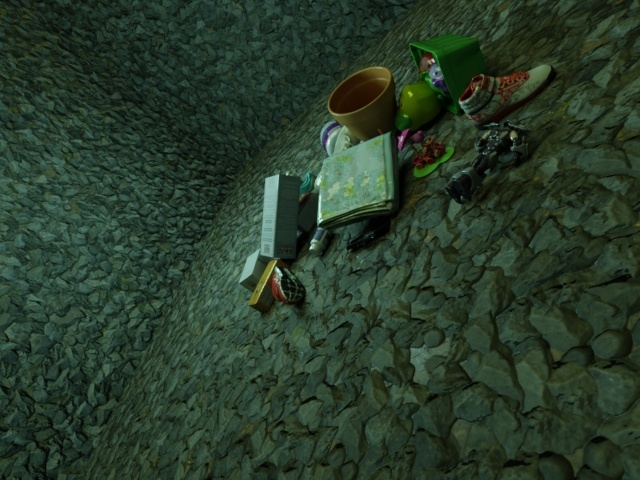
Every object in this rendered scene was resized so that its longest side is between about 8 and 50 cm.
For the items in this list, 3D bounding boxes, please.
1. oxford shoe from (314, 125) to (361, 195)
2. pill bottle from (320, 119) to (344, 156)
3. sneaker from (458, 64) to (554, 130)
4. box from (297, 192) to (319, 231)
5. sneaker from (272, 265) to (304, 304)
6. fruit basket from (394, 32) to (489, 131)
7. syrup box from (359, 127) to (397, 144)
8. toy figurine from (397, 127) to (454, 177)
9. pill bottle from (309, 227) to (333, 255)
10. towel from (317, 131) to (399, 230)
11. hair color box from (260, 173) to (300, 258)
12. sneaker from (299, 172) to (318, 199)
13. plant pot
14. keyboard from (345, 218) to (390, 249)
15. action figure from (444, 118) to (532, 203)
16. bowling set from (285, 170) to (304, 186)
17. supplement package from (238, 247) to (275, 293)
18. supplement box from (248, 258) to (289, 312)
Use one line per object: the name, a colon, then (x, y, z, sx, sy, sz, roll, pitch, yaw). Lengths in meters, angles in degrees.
oxford shoe: (0.128, -0.390, 1.947, 0.449, 0.169, 0.130, -59, 20, 1)
pill bottle: (0.099, -0.516, 2.158, 0.181, 0.181, 0.323, -46, 23, 13)
sneaker: (0.566, -0.477, 1.297, 0.270, 0.145, 0.090, -37, 27, 29)
box: (-0.071, -0.137, 2.028, 0.170, 0.091, 0.130, -57, 24, -13)
sneaker: (-0.140, 0.203, 1.688, 0.118, 0.107, 0.279, -67, 18, 11)
fruit basket: (0.424, -0.614, 1.647, 0.392, 0.283, 0.392, -24, 29, 15)
syrup box: (0.274, -0.490, 1.909, 0.093, 0.096, 0.237, -3, 53, 57)
toy figurine: (0.347, -0.325, 1.455, 0.173, 0.159, 0.130, -21, 38, 49)
pill bottle: (0.000, 0.000, 1.729, 0.067, 0.067, 0.120, -13, 43, 55)
towel: (0.140, -0.226, 1.603, 0.321, 0.090, 0.374, -14, 52, 28)
hair color box: (-0.188, -0.108, 1.950, 0.185, 0.114, 0.374, 4, 90, 64)
sneaker: (-0.108, -0.237, 2.217, 0.275, 0.110, 0.107, -53, 23, -3)
plant pot: (0.204, -0.561, 1.780, 0.291, 0.203, 0.290, -20, 47, 22)
keyboard: (0.170, -0.007, 1.493, 0.192, 0.038, 0.100, -34, 5, 37)
action figure: (0.476, -0.236, 1.183, 0.285, 0.099, 0.185, -48, 16, -1)
bowling set: (-0.158, -0.301, 2.343, 0.200, 0.154, 0.287, -22, 37, 49)
supplement package: (-0.303, 0.147, 2.018, 0.105, 0.105, 0.179, -36, 28, 32)
supplement box: (-0.225, 0.198, 1.841, 0.078, 0.080, 0.233, -19, 37, 52)
